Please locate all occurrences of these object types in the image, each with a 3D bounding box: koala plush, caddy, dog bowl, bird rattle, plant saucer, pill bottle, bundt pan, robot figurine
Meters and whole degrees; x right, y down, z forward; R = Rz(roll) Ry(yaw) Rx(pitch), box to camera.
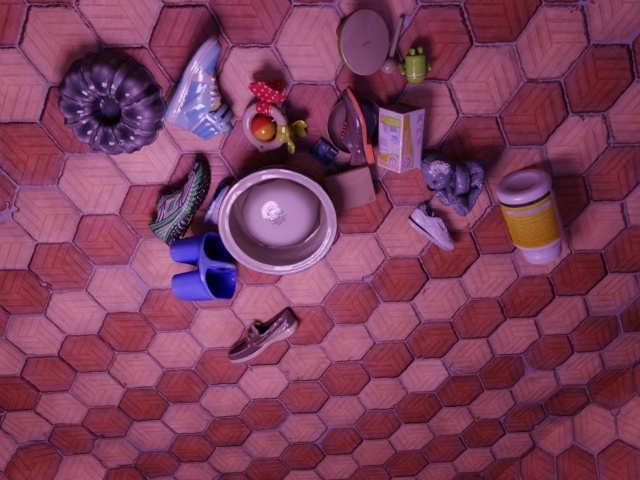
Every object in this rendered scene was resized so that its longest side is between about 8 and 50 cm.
[{"bbox_3d":[0.441,-0.231,1.591,0.221,0.196,0.203,25,104,-16],"label":"koala plush"},{"bbox_3d":[-0.397,0.098,1.644,0.179,0.341,0.242,-7,81,8],"label":"caddy"},{"bbox_3d":[-0.145,-0.086,1.602,0.407,0.150,0.409,-1,120,-2],"label":"dog bowl"},{"bbox_3d":[-0.171,-0.389,1.489,0.206,0.143,0.254,-26,117,29],"label":"bird rattle"},{"bbox_3d":[0.118,-0.393,1.552,0.198,0.036,0.199,-2,121,-3],"label":"plant saucer"},{"bbox_3d":[0.785,-0.081,1.688,0.187,0.188,0.334,-25,118,10],"label":"pill bottle"},{"bbox_3d":[-0.666,-0.415,1.438,0.330,0.124,0.331,-2,121,-3],"label":"bundt pan"},{"bbox_3d":[0.304,-0.555,1.452,0.101,0.067,0.115,-12,121,-3],"label":"robot figurine"}]

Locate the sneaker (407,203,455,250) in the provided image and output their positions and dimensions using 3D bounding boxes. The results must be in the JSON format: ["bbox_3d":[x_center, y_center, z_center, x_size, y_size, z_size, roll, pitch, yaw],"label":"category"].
[{"bbox_3d":[0.445,-0.046,1.750,0.235,0.090,0.095,33,104,-22],"label":"sneaker"}]

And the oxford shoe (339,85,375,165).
[{"bbox_3d":[0.104,-0.366,1.494,0.098,0.097,0.272,-13,120,11],"label":"oxford shoe"}]

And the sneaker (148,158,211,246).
[{"bbox_3d":[-0.502,-0.141,1.603,0.146,0.134,0.344,33,106,-5],"label":"sneaker"}]

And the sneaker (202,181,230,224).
[{"bbox_3d":[-0.358,-0.131,1.661,0.082,0.071,0.191,21,125,-22],"label":"sneaker"}]

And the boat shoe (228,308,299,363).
[{"bbox_3d":[-0.261,0.399,1.945,0.341,0.123,0.123,-29,110,8],"label":"boat shoe"}]

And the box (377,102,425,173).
[{"bbox_3d":[0.268,-0.343,1.527,0.103,0.114,0.203,-22,126,-30],"label":"box"}]

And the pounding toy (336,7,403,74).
[{"bbox_3d":[0.129,-0.607,1.407,0.236,0.110,0.183,-9,113,-33],"label":"pounding toy"}]

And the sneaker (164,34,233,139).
[{"bbox_3d":[-0.337,-0.460,1.435,0.208,0.127,0.319,30,124,-17],"label":"sneaker"}]

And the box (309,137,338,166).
[{"bbox_3d":[0.011,-0.310,1.602,0.083,0.018,0.067,34,113,-20],"label":"box"}]

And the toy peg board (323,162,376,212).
[{"bbox_3d":[0.104,-0.204,1.649,0.161,0.079,0.161,-16,135,6],"label":"toy peg board"}]
